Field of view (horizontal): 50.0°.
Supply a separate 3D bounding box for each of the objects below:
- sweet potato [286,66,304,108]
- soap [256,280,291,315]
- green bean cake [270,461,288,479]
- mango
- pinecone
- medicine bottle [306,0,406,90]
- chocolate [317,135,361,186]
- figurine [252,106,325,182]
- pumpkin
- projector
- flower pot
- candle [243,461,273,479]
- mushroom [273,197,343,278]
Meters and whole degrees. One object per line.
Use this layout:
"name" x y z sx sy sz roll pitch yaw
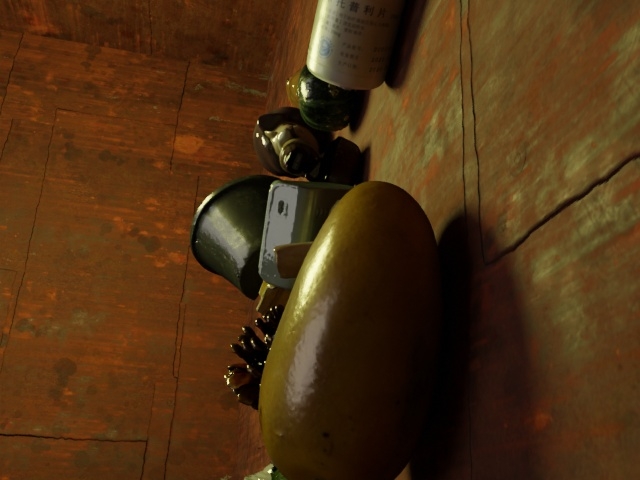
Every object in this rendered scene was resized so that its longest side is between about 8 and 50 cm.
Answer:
"sweet potato" -0.025 -0.447 2.002 0.336 0.131 0.131 -148 66 -78
"soap" -0.062 0.121 1.720 0.257 0.160 0.080 119 157 -60
"green bean cake" -0.017 0.527 1.201 0.250 0.156 0.247 108 164 -77
"mango" 0.052 0.133 0.962 0.300 0.232 0.446 148 136 -82
"pinecone" -0.062 0.253 1.462 0.264 0.264 0.264 -173 90 -79
"medicine bottle" 0.080 -0.457 1.343 0.170 0.170 0.293 -100 22 -58
"chocolate" 0.051 -0.171 1.549 0.149 0.080 0.125 -88 21 -61
"figurine" -0.069 -0.275 1.915 0.365 0.218 0.206 -155 74 -72
"pumpkin" 0.015 -0.353 1.660 0.190 0.146 0.190 -4 -90 -79
"projector" -0.011 -0.014 1.366 0.250 0.108 0.198 -7 -73 -60
"flower pot" -0.179 0.014 2.045 0.251 0.379 0.379 -124 39 -47
"candle" -0.086 0.569 1.480 0.187 0.187 0.330 137 140 -73
"mushroom" 0.024 0.028 1.192 0.207 0.215 0.208 177 90 -79
